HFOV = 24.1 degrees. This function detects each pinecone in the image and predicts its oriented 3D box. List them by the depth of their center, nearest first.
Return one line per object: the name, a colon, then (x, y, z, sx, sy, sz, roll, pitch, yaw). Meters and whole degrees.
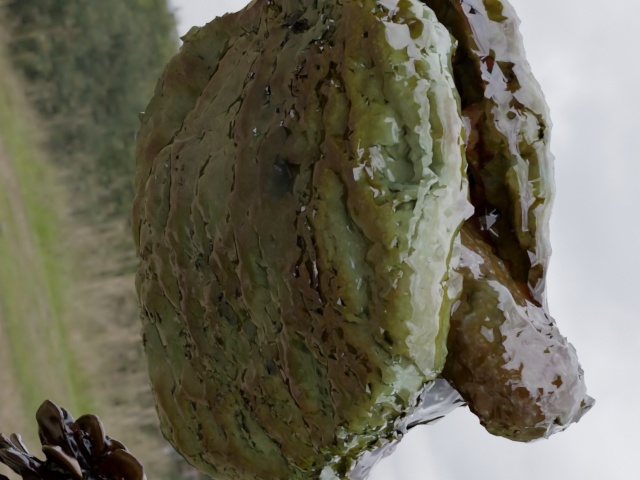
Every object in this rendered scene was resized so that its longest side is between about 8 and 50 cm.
pinecone: (-0.285, 0.318, 1.597, 0.264, 0.264, 0.264, 167, -90, -86)

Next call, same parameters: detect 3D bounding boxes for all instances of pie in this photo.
pie: (-0.016, -0.007, 1.080, 0.418, 0.180, 0.395, -20, -106, 50)
